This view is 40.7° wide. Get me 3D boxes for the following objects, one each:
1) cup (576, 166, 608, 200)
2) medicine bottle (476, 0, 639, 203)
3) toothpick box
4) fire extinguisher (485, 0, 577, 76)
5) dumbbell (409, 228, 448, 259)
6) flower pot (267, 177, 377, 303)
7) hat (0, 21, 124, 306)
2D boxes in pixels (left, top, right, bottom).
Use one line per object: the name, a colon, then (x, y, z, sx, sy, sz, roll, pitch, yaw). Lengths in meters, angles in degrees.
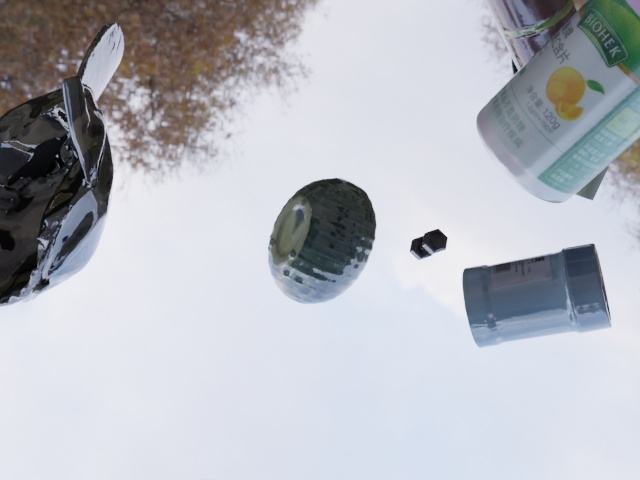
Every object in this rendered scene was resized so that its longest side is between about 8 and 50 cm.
cup: (0.577, -0.136, 1.878, 0.075, 0.083, 0.054, 18, -172, -19)
medicine bottle: (0.285, -0.167, 0.824, 0.133, 0.274, 0.133, 29, -145, -23)
toothpick box: (0.253, 0.065, 1.011, 0.153, 0.101, 0.101, -11, -148, 20)
fire extinguisher: (0.294, -0.251, 1.097, 0.105, 0.341, 0.141, 6, -127, 45)
dumbbell: (0.169, 0.007, 1.351, 0.040, 0.083, 0.036, -16, -96, -15)
flower pot: (0.000, 0.000, 1.592, 0.157, 0.243, 0.189, 17, -170, -41)
hat: (-0.342, -0.105, 1.163, 0.257, 0.366, 0.382, 57, -149, -9)
